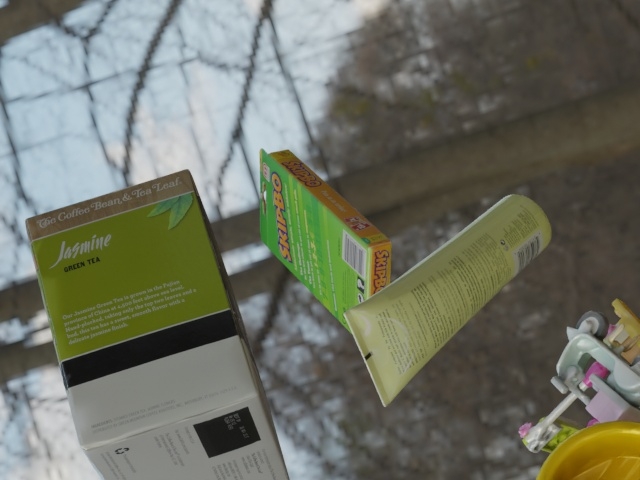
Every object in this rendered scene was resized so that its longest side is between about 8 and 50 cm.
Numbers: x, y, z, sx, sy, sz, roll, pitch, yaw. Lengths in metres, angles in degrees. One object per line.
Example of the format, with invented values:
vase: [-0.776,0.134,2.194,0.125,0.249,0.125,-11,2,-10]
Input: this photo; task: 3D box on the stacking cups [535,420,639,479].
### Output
stacking cups: [0.184,0.193,1.020,0.316,0.096,0.096,63,-166,-66]

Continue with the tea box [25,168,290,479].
tea box: [-0.198,0.145,2.128,0.329,0.220,0.323,78,175,-62]

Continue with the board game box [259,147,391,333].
board game box: [0.000,0.000,1.852,0.259,0.039,0.124,41,138,48]

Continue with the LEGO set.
LEGO set: [0.226,0.138,1.069,0.287,0.107,0.132,34,-164,-33]

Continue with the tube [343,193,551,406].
tube: [0.111,0.040,1.487,0.070,0.240,0.062,40,142,14]
